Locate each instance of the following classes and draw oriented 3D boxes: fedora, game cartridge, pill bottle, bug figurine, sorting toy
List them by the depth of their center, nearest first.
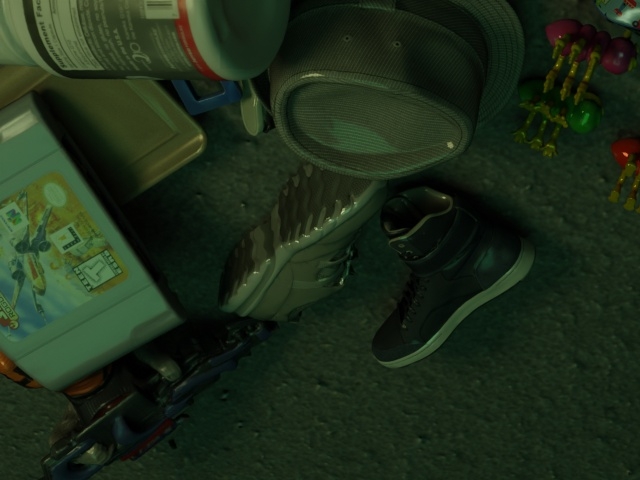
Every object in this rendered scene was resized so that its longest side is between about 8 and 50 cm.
[{"bbox_3d":[-0.186,-0.230,1.480,0.283,0.161,0.161,4,133,29],"label":"pill bottle"},{"bbox_3d":[0.061,-0.143,1.528,0.275,0.124,0.243,11,135,-7],"label":"fedora"},{"bbox_3d":[0.302,-0.132,1.533,0.216,0.072,0.279,23,158,4],"label":"bug figurine"},{"bbox_3d":[-0.240,-0.135,1.679,0.348,0.047,0.196,-30,114,28],"label":"sorting toy"},{"bbox_3d":[-0.302,0.012,1.685,0.198,0.062,0.297,-31,107,7],"label":"game cartridge"}]

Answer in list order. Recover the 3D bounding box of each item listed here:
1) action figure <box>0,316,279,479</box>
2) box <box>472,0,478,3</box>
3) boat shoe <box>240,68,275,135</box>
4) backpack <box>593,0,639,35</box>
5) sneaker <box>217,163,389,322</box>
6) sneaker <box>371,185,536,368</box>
[{"bbox_3d":[-0.235,0.122,1.866,0.341,0.178,0.330,-31,130,-1],"label":"action figure"},{"bbox_3d":[0.071,-0.259,1.529,0.162,0.029,0.116,31,129,-19],"label":"box"},{"bbox_3d":[-0.059,-0.169,1.623,0.038,0.046,0.125,-19,119,-29],"label":"boat shoe"},{"bbox_3d":[0.339,-0.238,1.427,0.173,0.158,0.117,16,124,11],"label":"backpack"},{"bbox_3d":[0.000,0.000,1.735,0.115,0.105,0.281,22,141,-24],"label":"sneaker"},{"bbox_3d":[0.099,0.036,1.730,0.163,0.086,0.226,32,119,-31],"label":"sneaker"}]
